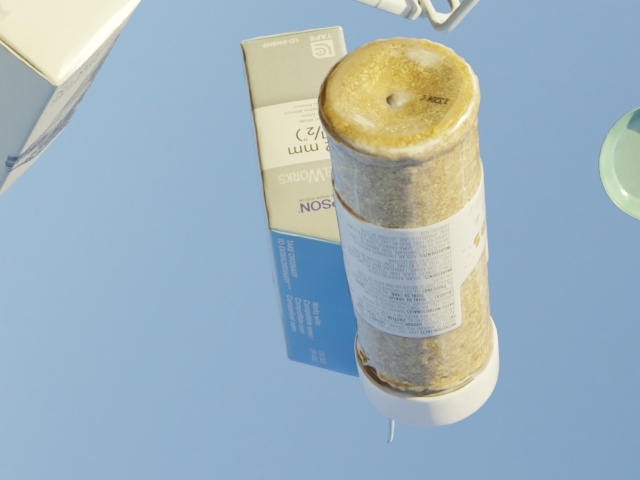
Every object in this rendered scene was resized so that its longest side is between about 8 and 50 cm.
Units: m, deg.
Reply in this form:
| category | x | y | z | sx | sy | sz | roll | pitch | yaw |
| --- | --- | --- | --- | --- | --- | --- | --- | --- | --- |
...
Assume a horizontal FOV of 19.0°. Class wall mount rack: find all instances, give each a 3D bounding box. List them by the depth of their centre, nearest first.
| category | x | y | z | sx | sy | sz | roll | pitch | yaw |
| --- | --- | --- | --- | --- | --- | --- | --- | --- | --- |
| wall mount rack | 0.037 | -0.377 | 2.106 | 0.130 | 0.350 | 0.304 | -48 | -132 | 31 |

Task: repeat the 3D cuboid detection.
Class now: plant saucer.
| category | x | y | z | sx | sy | sz | roll | pitch | yaw |
| --- | --- | --- | --- | --- | --- | --- | --- | --- | --- |
| plant saucer | 0.325 | -0.076 | 1.827 | 0.119 | 0.119 | 0.021 | -42 | -170 | 13 |

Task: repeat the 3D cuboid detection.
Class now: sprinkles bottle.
| category | x | y | z | sx | sy | sz | roll | pitch | yaw |
| --- | --- | --- | --- | --- | --- | --- | --- | --- | --- |
| sprinkles bottle | 0.074 | 0.004 | 1.505 | 0.121 | 0.355 | 0.121 | -4 | -129 | 5 |

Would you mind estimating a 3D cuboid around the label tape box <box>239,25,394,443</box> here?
| category | x | y | z | sx | sy | sz | roll | pitch | yaw |
| --- | --- | --- | --- | --- | --- | --- | --- | --- | --- |
| label tape box | 0.000 | 0.000 | 1.907 | 0.115 | 0.249 | 0.348 | -7 | -124 | 0 |

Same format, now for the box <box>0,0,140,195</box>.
| category | x | y | z | sx | sy | sz | roll | pitch | yaw |
| --- | --- | --- | --- | --- | --- | --- | --- | --- | --- |
| box | -0.239 | -0.135 | 1.521 | 0.113 | 0.094 | 0.275 | -51 | -176 | -25 |
